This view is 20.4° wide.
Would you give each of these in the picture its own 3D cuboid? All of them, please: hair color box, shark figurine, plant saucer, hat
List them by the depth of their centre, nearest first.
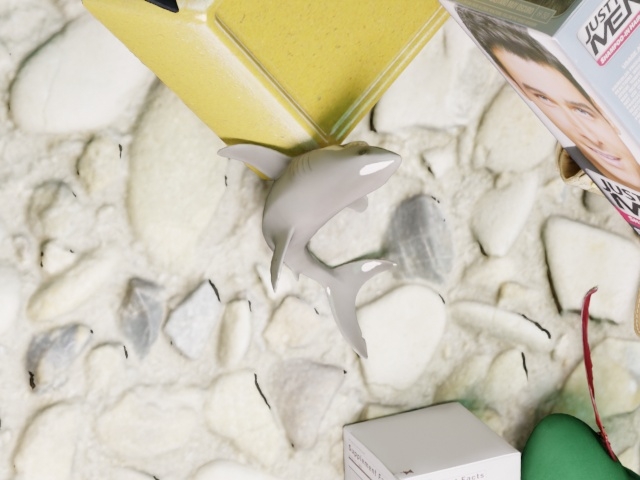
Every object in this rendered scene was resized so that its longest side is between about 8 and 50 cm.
[{"bbox_3d":[0.008,-0.229,1.510,0.333,0.081,0.333,-50,143,-3],"label":"plant saucer"},{"bbox_3d":[0.286,-0.116,1.575,0.113,0.185,0.374,-49,122,-6],"label":"hair color box"},{"bbox_3d":[-0.017,0.010,1.607,0.166,0.116,0.278,8,150,5],"label":"shark figurine"},{"bbox_3d":[0.249,0.191,1.782,0.173,0.208,0.184,-13,119,-16],"label":"hat"}]

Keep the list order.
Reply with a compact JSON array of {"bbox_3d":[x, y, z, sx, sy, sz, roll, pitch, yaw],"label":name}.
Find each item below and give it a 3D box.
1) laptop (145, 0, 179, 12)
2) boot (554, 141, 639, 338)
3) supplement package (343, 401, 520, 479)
[{"bbox_3d":[-0.170,-0.335,1.269,0.234,0.136,0.264,18,98,-49],"label":"laptop"},{"bbox_3d":[0.319,-0.027,1.786,0.203,0.095,0.262,13,100,-29],"label":"boot"},{"bbox_3d":[0.111,0.306,1.776,0.133,0.139,0.244,-10,112,-21],"label":"supplement package"}]
